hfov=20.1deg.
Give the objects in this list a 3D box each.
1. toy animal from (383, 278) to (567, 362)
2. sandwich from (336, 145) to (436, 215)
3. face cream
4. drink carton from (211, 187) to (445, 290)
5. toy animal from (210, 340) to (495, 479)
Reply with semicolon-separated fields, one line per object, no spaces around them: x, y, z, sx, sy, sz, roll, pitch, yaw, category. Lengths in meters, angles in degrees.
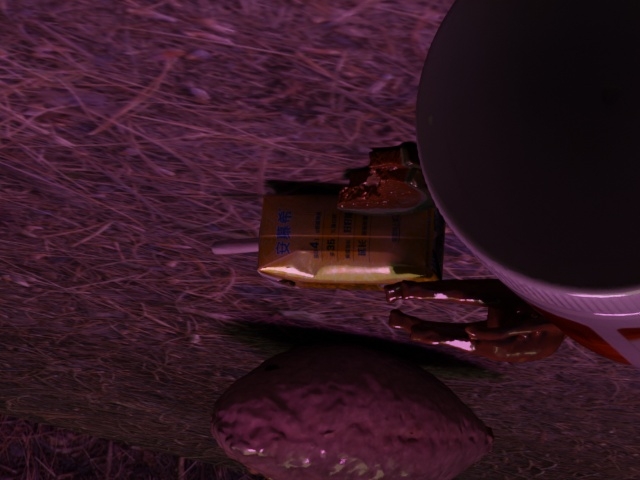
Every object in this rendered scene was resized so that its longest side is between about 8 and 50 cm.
0.164;0.060;1.436;0.230;0.066;0.224;3;-179;-9;toy animal
0.059;-0.042;1.377;0.067;0.029;0.135;10;166;-13;sandwich
0.171;-0.044;0.923;0.201;0.201;0.187;2;165;24;face cream
0.000;0.000;1.481;0.200;0.084;0.074;0;169;12;drink carton
0.033;0.216;2.158;0.358;0.188;0.226;12;177;-18;toy animal
